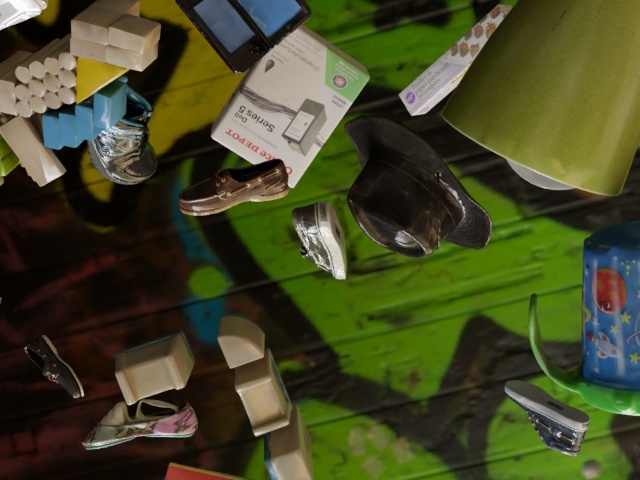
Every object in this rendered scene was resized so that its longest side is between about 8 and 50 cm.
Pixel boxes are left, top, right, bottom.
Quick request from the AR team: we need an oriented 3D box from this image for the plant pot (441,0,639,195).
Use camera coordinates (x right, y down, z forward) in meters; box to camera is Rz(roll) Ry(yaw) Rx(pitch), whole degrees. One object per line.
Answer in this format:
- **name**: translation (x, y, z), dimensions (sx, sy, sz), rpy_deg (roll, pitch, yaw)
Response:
- **plant pot**: translation (0.350, -0.252, 1.467), dimensions (0.275, 0.274, 0.293), rpy_deg (-83, 15, -71)

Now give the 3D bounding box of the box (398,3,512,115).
- **box**: translation (0.311, -0.399, 2.392), dimensions (0.067, 0.324, 0.063), rpy_deg (-13, -112, -53)

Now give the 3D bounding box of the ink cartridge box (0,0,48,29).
- **ink cartridge box**: translation (-0.583, -0.521, 1.884), dimensions (0.129, 0.223, 0.307), rpy_deg (45, -143, -50)

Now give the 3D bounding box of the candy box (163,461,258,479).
- **candy box**: translation (-0.076, 0.373, 1.359), dimensions (0.317, 0.268, 0.122), rpy_deg (112, 172, -74)

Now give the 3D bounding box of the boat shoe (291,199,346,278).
- **boat shoe**: translation (0.000, 0.000, 1.800), dimensions (0.219, 0.070, 0.078), rpy_deg (69, -163, -58)

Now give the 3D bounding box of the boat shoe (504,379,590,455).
- **boat shoe**: translation (0.425, 0.341, 2.064), dimensions (0.065, 0.183, 0.083), rpy_deg (-15, -57, -45)

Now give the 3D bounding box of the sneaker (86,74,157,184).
- **sneaker**: translation (-0.382, -0.209, 2.074), dimensions (0.341, 0.139, 0.125), rpy_deg (57, -141, -60)

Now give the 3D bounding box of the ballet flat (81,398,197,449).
- **ballet flat**: translation (-0.342, 0.339, 2.020), dimensions (0.077, 0.221, 0.079), rpy_deg (-75, -23, -81)

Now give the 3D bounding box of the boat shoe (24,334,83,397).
- **boat shoe**: translation (-0.435, 0.213, 1.758), dimensions (0.133, 0.042, 0.049), rpy_deg (44, 145, 23)

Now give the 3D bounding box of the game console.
- **game console**: translation (-0.108, -0.328, 1.500), dimensions (0.144, 0.085, 0.124), rpy_deg (50, -130, -9)

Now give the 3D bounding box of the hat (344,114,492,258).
- **hat**: translation (0.135, -0.060, 1.882), dimensions (0.331, 0.134, 0.331), rpy_deg (39, 165, 13)

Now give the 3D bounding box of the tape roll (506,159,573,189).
- **tape roll**: translation (0.430, -0.203, 1.935), dimensions (0.072, 0.219, 0.219), rpy_deg (-54, -51, -78)

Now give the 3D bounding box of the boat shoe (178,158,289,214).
- **boat shoe**: translation (-0.161, -0.104, 1.955), dimensions (0.073, 0.207, 0.073), rpy_deg (-109, 6, -45)

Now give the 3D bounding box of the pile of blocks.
- **pile of blocks**: translation (-0.303, -0.164, 1.232), dimensions (0.149, 0.362, 0.113), rpy_deg (59, -149, -20)

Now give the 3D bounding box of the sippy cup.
- **sippy cup**: translation (0.453, 0.091, 1.454), dimensions (0.240, 0.305, 0.224), rpy_deg (-164, 63, -66)

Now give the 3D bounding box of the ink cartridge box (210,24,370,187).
- **ink cartridge box**: translation (-0.061, -0.271, 2.105), dimensions (0.198, 0.273, 0.115), rpy_deg (31, -165, -13)

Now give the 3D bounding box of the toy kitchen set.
- **toy kitchen set**: translation (-0.119, 0.192, 1.226), dimensions (0.122, 0.166, 0.207), rpy_deg (-98, -11, -74)
